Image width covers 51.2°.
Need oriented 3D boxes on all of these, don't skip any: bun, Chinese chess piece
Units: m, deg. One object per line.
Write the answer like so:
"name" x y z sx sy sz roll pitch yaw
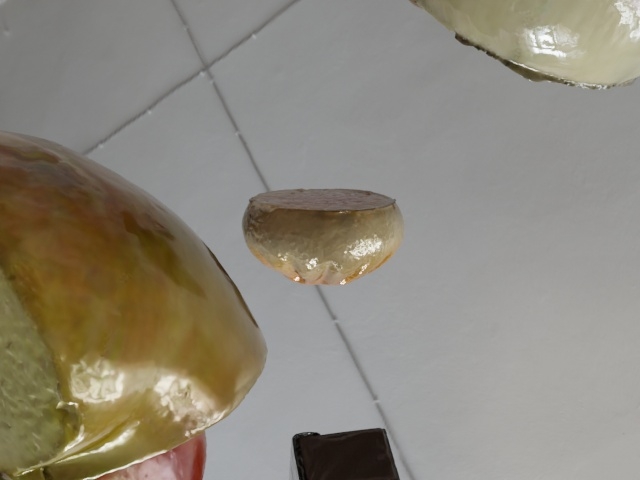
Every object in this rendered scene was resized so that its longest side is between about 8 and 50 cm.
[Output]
"bun" 0.000 0.000 1.230 0.299 0.299 0.164 6 -78 26
"Chinese chess piece" 0.250 -0.308 0.740 0.338 0.338 0.140 51 -43 27

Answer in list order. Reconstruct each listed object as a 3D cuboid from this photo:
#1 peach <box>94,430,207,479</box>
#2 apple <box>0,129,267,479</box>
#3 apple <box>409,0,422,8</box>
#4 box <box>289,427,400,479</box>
"peach" -0.269 0.257 0.781 0.281 0.281 0.238 -26 -152 16
"apple" -0.208 0.050 0.466 0.309 0.314 0.252 -17 -125 31
"apple" 0.153 -0.377 0.961 0.071 0.084 0.083 28 -93 1
"box" 0.038 0.426 1.056 0.153 0.252 0.188 -6 -130 -10
